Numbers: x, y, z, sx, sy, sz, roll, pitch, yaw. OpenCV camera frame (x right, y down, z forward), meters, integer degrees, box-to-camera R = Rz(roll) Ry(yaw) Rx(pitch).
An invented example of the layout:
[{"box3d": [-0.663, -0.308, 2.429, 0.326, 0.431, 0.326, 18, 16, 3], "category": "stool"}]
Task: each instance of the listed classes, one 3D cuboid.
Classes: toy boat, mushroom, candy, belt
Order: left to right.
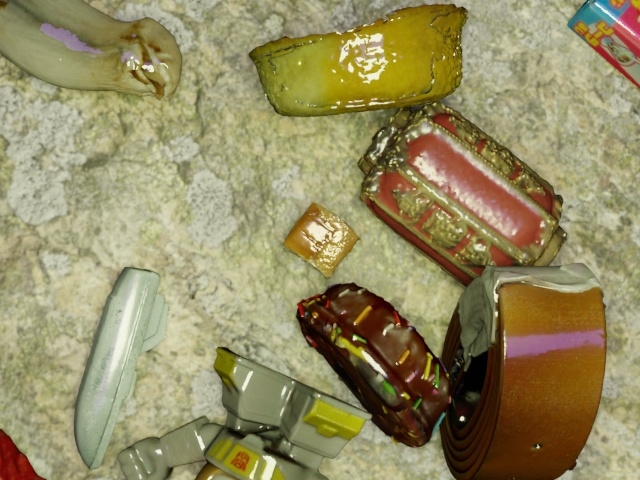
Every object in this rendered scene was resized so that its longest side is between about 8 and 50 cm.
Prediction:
[{"box3d": [-0.353, -0.300, 1.056, 0.397, 0.126, 0.177, 43, 76, 4], "category": "mushroom"}, {"box3d": [-0.253, 0.163, 1.055, 0.085, 0.078, 0.261, 19, 82, -25], "category": "toy boat"}, {"box3d": [0.226, 0.158, 0.963, 0.122, 0.339, 0.217, 1, 53, -4], "category": "belt"}, {"box3d": [0.507, -0.264, 1.117, 0.306, 0.100, 0.157, 39, 84, 1], "category": "candy"}]

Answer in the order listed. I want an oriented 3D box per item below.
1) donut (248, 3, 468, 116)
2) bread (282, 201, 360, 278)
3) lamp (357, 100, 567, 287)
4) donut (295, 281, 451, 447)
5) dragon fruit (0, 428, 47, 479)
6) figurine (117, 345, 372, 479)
[{"box3d": [0.051, -0.208, 1.014, 0.272, 0.272, 0.107, -10, 97, -4], "category": "donut"}, {"box3d": [-0.001, 0.001, 1.079, 0.083, 0.077, 0.070, 35, 82, -2], "category": "bread"}, {"box3d": [0.177, -0.051, 1.051, 0.274, 0.177, 0.177, 38, 85, -3], "category": "lamp"}, {"box3d": [0.069, 0.142, 1.014, 0.096, 0.216, 0.230, -38, 74, -14], "category": "donut"}, {"box3d": [-0.513, 0.323, 0.993, 0.240, 0.302, 0.330, -33, 71, 26], "category": "dragon fruit"}, {"box3d": [-0.083, 0.300, 1.006, 0.167, 0.342, 0.285, 31, 81, -45], "category": "figurine"}]
